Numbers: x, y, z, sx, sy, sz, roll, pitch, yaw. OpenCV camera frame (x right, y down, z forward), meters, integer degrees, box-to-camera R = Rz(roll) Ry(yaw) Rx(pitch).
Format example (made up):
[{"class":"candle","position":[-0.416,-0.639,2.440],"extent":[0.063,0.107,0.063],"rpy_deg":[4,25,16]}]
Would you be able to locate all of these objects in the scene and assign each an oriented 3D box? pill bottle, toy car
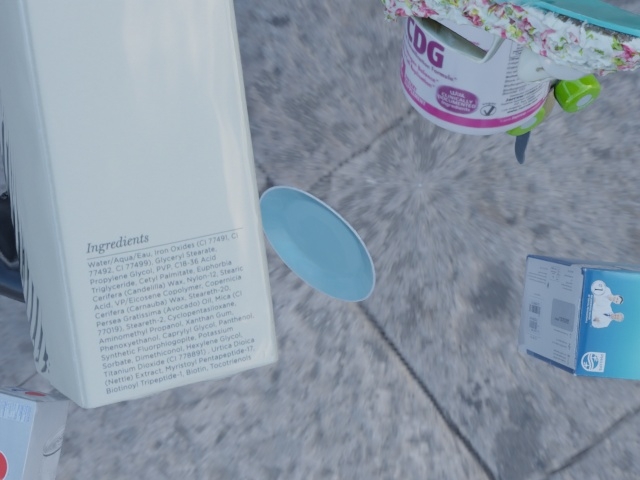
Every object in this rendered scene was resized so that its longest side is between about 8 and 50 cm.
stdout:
[{"class":"pill bottle","position":[0.166,-0.252,1.411],"extent":[0.160,0.283,0.160],"rpy_deg":[1,52,-2]},{"class":"toy car","position":[0.227,-0.175,1.721],"extent":[0.149,0.188,0.155],"rpy_deg":[-22,66,-16]}]

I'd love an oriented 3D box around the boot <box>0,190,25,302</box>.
[{"class":"boot","position":[-0.242,0.014,1.121],"extent":[0.207,0.246,0.094],"rpy_deg":[19,102,-13]}]

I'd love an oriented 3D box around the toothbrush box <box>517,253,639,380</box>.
[{"class":"toothbrush box","position":[0.406,0.094,1.684],"extent":[0.295,0.216,0.126],"rpy_deg":[4,93,-10]}]

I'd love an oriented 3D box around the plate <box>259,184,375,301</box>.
[{"class":"plate","position":[0.000,0.000,1.824],"extent":[0.188,0.188,0.024],"rpy_deg":[43,60,1]}]

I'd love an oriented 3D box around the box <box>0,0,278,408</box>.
[{"class":"box","position":[-0.102,-0.064,0.725],"extent":[0.113,0.094,0.275],"rpy_deg":[-11,102,-24]}]

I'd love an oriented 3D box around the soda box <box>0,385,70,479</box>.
[{"class":"soda box","position":[-0.401,0.331,1.816],"extent":[0.091,0.098,0.286],"rpy_deg":[10,88,17]}]

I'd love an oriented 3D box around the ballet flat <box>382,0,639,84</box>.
[{"class":"ballet flat","position":[0.146,-0.163,1.076],"extent":[0.241,0.091,0.077],"rpy_deg":[28,119,27]}]
